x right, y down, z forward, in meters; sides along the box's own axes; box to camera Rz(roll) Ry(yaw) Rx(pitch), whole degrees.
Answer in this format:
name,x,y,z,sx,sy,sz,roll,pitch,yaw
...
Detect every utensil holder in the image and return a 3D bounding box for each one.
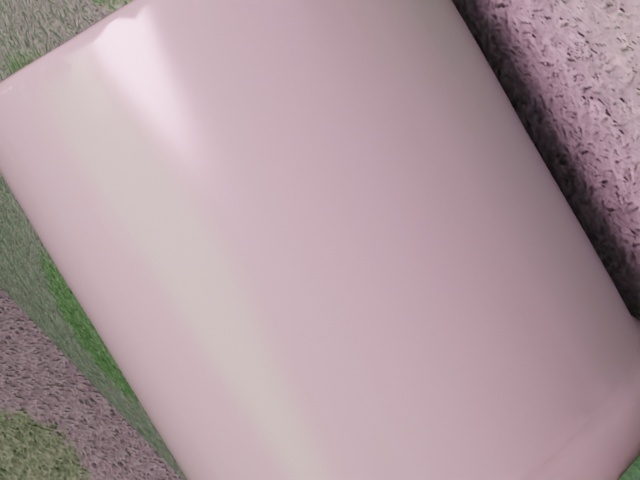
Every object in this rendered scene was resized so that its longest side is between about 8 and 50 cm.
name,x,y,z,sx,sy,sz,roll,pitch,yaw
utensil holder,0.000,0.000,0.897,0.385,0.328,0.328,60,154,-11
